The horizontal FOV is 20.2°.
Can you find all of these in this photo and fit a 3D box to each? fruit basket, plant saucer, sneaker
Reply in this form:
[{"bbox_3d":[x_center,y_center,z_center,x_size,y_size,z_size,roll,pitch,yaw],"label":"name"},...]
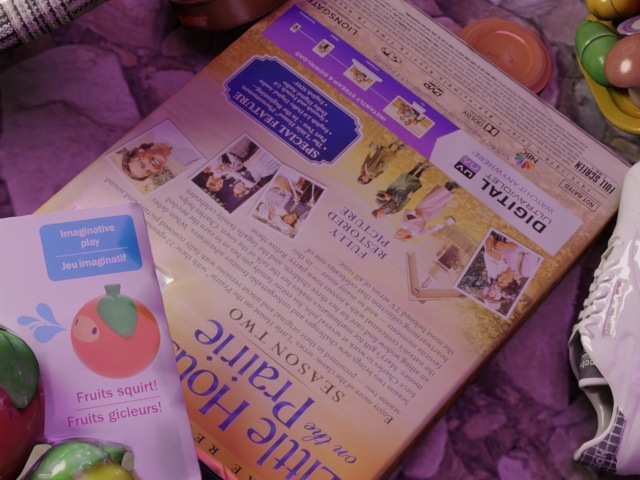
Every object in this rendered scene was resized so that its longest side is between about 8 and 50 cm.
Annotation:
[{"bbox_3d":[-0.225,0.156,1.063,0.327,0.165,0.353,-8,77,-17],"label":"fruit basket"},{"bbox_3d":[0.147,-0.148,1.454,0.083,0.013,0.083,5,57,-8],"label":"plant saucer"},{"bbox_3d":[0.225,0.050,1.283,0.095,0.090,0.235,0,71,0],"label":"sneaker"}]

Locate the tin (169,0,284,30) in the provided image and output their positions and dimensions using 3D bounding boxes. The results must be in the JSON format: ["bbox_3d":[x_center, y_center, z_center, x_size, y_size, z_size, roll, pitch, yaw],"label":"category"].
[{"bbox_3d":[-0.042,-0.225,1.417,0.106,0.040,0.190,13,46,43],"label":"tin"}]

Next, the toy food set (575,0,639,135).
[{"bbox_3d":[0.261,-0.155,1.398,0.128,0.071,0.218,-31,43,13],"label":"toy food set"}]

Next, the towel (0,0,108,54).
[{"bbox_3d":[-0.327,-0.238,1.278,0.312,0.056,0.324,-26,63,-1],"label":"towel"}]

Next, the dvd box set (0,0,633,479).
[{"bbox_3d":[0.000,0.000,1.299,0.307,0.062,0.420,37,57,12],"label":"dvd box set"}]
